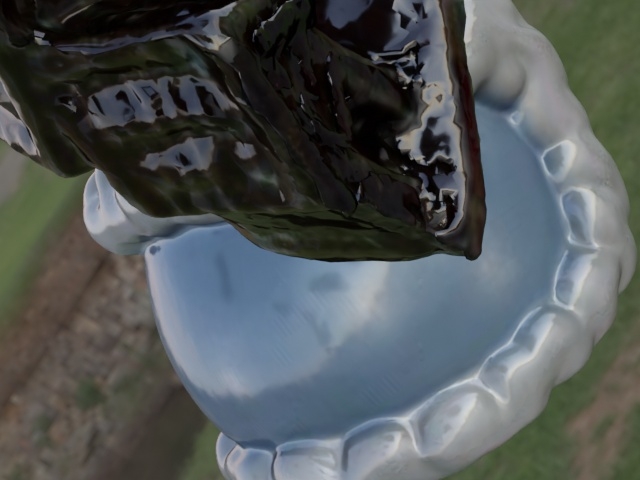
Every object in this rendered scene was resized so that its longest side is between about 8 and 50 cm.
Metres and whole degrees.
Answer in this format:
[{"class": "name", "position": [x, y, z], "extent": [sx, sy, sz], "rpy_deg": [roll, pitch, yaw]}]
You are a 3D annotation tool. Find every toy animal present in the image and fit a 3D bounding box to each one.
[{"class": "toy animal", "position": [0.000, 0.000, 0.699], "extent": [0.208, 0.204, 0.156], "rpy_deg": [-15, 18, 45]}]

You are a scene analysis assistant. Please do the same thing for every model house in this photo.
[{"class": "model house", "position": [-0.043, -0.067, 0.408], "extent": [0.152, 0.165, 0.106], "rpy_deg": [18, -80, -57]}]
